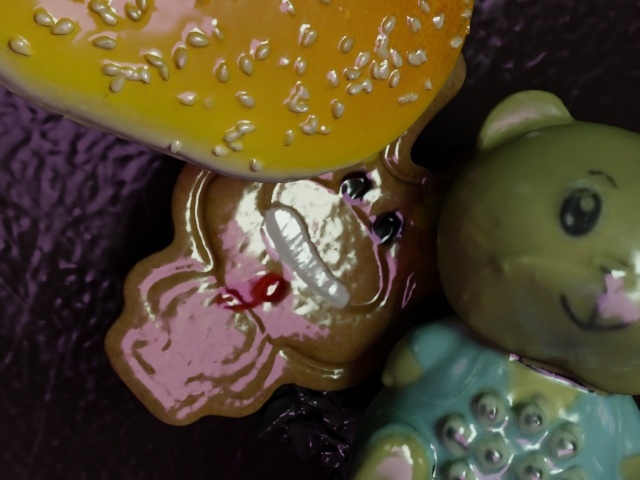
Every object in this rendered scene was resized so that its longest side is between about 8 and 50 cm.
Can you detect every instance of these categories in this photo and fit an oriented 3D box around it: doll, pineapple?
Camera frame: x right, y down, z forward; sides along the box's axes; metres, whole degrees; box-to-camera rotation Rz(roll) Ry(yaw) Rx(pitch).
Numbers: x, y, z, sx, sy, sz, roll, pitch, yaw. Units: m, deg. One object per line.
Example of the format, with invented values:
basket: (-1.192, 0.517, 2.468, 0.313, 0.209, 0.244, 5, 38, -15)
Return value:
doll: (0.133, 0.058, 0.619, 0.177, 0.161, 0.260, 23, 98, 6)
pineapple: (0.035, 0.159, 0.759, 0.119, 0.111, 0.237, -36, 111, -19)

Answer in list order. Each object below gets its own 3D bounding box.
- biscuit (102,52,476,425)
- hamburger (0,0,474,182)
biscuit: (0.001, 0.000, 0.666, 0.295, 0.044, 0.186, -43, 102, -10)
hamburger: (-0.059, -0.153, 0.535, 0.295, 0.151, 0.227, 17, 82, -33)
